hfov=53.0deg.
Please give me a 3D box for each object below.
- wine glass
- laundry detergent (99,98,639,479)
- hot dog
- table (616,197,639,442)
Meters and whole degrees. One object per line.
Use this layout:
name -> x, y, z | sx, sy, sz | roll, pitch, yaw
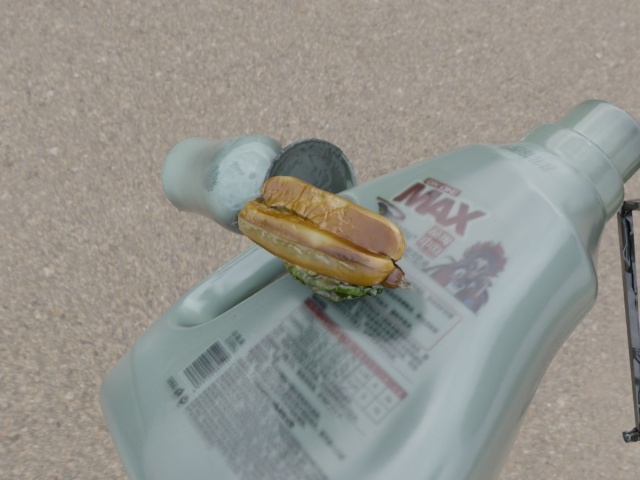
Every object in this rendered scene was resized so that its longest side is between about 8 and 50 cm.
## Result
wine glass -> -0.074, -0.055, 0.642 | 0.103, 0.231, 0.103 | -7, 102, -35
laundry detergent -> 0.055, 0.043, 0.442 | 0.398, 0.124, 0.264 | -43, 47, -10
hot dog -> 0.000, 0.000, 0.391 | 0.133, 0.041, 0.056 | 26, 63, 38
table -> 0.523, 0.106, 0.754 | 0.272, 0.222, 0.335 | -8, 96, 1
